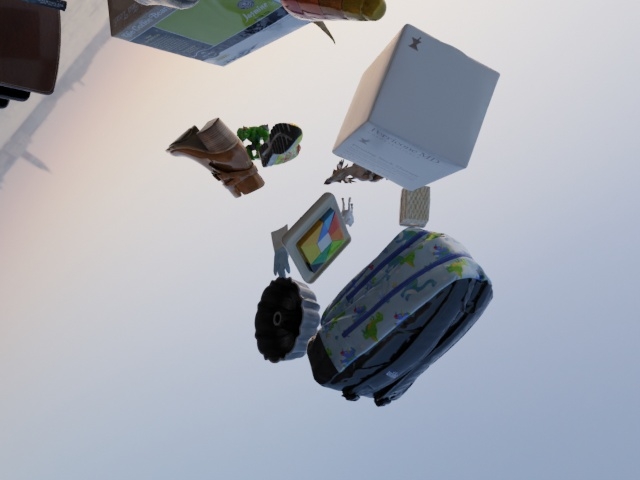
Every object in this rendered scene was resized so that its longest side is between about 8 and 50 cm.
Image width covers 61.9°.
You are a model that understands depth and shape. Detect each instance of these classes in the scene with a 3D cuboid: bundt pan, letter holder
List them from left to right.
[{"bbox_3d":[-0.776,-0.492,1.328,0.152,0.215,0.301,-18,-108,51],"label":"letter holder"},{"bbox_3d":[-0.115,0.302,2.024,0.331,0.124,0.330,-21,-117,48],"label":"bundt pan"}]

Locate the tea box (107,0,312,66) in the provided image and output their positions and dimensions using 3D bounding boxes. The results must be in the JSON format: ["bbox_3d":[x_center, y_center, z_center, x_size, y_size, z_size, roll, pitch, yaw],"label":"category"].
[{"bbox_3d":[-0.242,-0.565,1.169,0.329,0.324,0.219,-9,-93,39],"label":"tea box"}]

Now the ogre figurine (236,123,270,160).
[{"bbox_3d":[-0.231,-0.332,1.820,0.197,0.097,0.118,4,-84,55],"label":"ogre figurine"}]

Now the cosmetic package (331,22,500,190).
[{"bbox_3d":[0.281,-0.394,1.685,0.327,0.330,0.394,-68,-169,-10],"label":"cosmetic package"}]

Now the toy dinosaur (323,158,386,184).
[{"bbox_3d":[0.175,-0.267,2.079,0.200,0.296,0.127,145,-48,-63],"label":"toy dinosaur"}]

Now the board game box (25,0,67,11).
[{"bbox_3d":[-0.687,-0.559,1.195,0.126,0.186,0.026,32,-66,35],"label":"board game box"}]

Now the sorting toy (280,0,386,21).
[{"bbox_3d":[0.047,-0.364,0.506,0.127,0.365,0.126,-20,-126,-27],"label":"sorting toy"}]

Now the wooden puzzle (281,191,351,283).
[{"bbox_3d":[0.000,0.000,1.646,0.044,0.238,0.221,30,-111,37],"label":"wooden puzzle"}]

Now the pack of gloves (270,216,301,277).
[{"bbox_3d":[-0.108,0.016,1.961,0.195,0.046,0.232,-24,-128,21],"label":"pack of gloves"}]

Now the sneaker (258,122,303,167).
[{"bbox_3d":[-0.087,-0.254,1.403,0.208,0.094,0.081,-21,-101,61],"label":"sneaker"}]

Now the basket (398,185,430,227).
[{"bbox_3d":[0.391,-0.145,2.209,0.103,0.114,0.167,98,-3,-77],"label":"basket"}]

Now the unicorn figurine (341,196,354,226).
[{"bbox_3d":[0.086,-0.089,1.828,0.060,0.162,0.111,-8,-110,28],"label":"unicorn figurine"}]

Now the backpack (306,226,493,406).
[{"bbox_3d":[0.176,0.147,1.098,0.356,0.290,0.273,-39,-132,28],"label":"backpack"}]

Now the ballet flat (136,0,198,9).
[{"bbox_3d":[-0.238,-0.301,0.497,0.106,0.316,0.107,11,-90,26],"label":"ballet flat"}]

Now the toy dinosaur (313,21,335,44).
[{"bbox_3d":[-0.019,-0.570,1.319,0.092,0.183,0.053,-55,-158,-13],"label":"toy dinosaur"}]

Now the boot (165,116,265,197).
[{"bbox_3d":[-0.205,-0.146,1.026,0.197,0.152,0.073,0,-135,49],"label":"boot"}]
